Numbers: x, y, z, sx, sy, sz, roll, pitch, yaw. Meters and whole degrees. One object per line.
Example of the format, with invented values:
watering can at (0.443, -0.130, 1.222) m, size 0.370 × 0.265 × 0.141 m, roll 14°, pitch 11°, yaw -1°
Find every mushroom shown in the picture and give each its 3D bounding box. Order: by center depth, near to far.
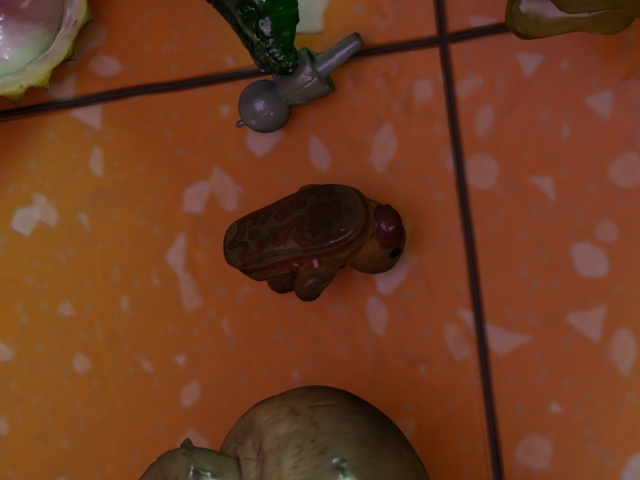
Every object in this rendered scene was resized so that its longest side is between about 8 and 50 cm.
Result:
mushroom at (-0.029, 0.209, 1.036) m, size 0.255 × 0.184 × 0.255 m, roll -35°, pitch 39°, yaw 36°

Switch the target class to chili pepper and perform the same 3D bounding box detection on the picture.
chili pepper at (-0.081, -0.191, 1.141) m, size 0.088 × 0.059 × 0.227 m, roll -39°, pitch 74°, yaw 16°

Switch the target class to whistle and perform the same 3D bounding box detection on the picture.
whistle at (-0.014, -0.100, 1.136) m, size 0.100 × 0.035 × 0.035 m, roll -34°, pitch 79°, yaw 16°

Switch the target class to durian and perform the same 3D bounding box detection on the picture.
durian at (-0.238, -0.163, 1.170) m, size 0.165 × 0.132 × 0.182 m, roll -15°, pitch 96°, yaw 31°

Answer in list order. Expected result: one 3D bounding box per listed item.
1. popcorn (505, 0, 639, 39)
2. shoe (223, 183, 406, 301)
popcorn at (0.161, -0.241, 0.934) m, size 0.312 × 0.312 × 0.312 m, roll 0°, pitch 90°, yaw 20°
shoe at (-0.002, -0.002, 1.117) m, size 0.109 × 0.069 × 0.072 m, roll -29°, pitch 56°, yaw 9°
